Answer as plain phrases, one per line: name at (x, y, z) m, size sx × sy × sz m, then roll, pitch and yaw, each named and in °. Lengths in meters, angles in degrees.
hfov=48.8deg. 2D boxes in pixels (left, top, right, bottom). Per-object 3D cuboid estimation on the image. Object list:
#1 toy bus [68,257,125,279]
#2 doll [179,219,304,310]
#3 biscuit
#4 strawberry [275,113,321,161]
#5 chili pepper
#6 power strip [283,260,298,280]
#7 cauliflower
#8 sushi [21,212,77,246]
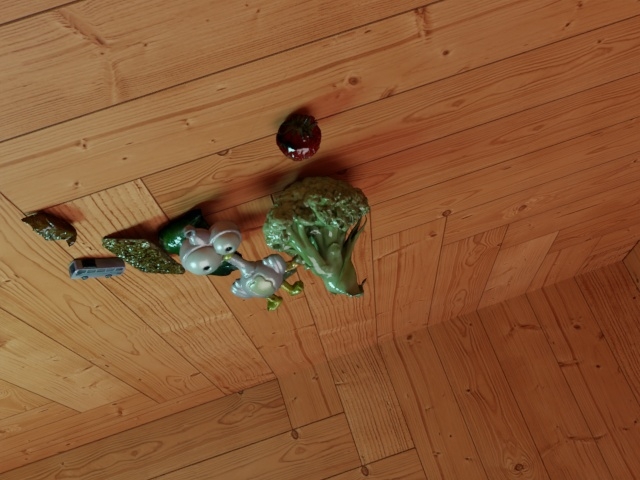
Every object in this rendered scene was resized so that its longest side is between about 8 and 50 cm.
toy bus at (-0.551, 0.068, 1.743) m, size 0.131 × 0.037 × 0.052 m, roll -2°, pitch 149°, yaw -36°
doll at (-0.195, 0.054, 1.678) m, size 0.160 × 0.094 × 0.365 m, roll -35°, pitch 138°, yaw 19°
biscuit at (-0.432, 0.043, 1.738) m, size 0.131 × 0.025 × 0.231 m, roll 0°, pitch 160°, yaw 15°
strawberry at (-0.042, -0.208, 1.462) m, size 0.106 × 0.106 × 0.106 m, roll -16°, pitch 156°, yaw -7°
chili pepper at (-0.289, 0.029, 1.762) m, size 0.148 × 0.116 × 0.264 m, roll -22°, pitch 156°, yaw 13°
power strip at (-0.120, 0.104, 2.166) m, size 0.049 × 0.028 × 0.178 m, roll 7°, pitch 144°, yaw -45°
cauliflower at (-0.013, -0.015, 1.701) m, size 0.260 × 0.281 × 0.327 m, roll 8°, pitch -175°, yaw 43°
sushi at (-0.577, -0.026, 1.507) m, size 0.055 × 0.052 × 0.120 m, roll -40°, pitch 155°, yaw 8°
